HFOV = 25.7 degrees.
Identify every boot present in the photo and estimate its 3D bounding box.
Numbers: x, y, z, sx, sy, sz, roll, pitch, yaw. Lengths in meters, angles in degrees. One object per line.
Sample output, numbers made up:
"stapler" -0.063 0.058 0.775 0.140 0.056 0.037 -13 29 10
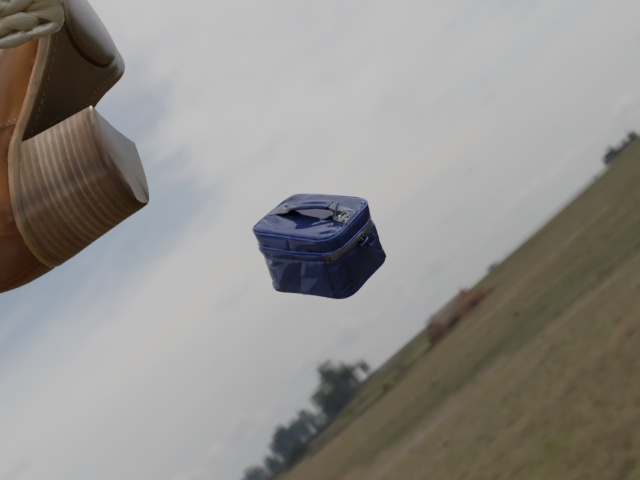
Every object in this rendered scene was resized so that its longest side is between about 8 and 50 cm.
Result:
"boot" -0.247 -0.075 0.995 0.220 0.283 0.109 -27 -32 11

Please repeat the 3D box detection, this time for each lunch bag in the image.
"lunch bag" 0.000 0.000 1.090 0.098 0.065 0.067 4 37 39

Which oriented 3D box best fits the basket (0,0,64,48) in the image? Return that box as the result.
"basket" -0.194 -0.129 0.585 0.113 0.103 0.167 -25 26 -35
